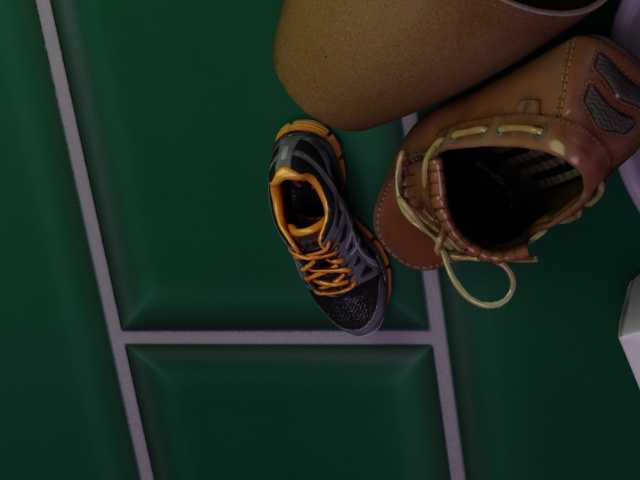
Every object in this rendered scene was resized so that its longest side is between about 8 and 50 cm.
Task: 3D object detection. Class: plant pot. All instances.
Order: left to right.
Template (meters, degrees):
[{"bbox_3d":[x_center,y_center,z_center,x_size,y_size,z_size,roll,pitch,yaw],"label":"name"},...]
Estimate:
[{"bbox_3d":[0.074,-0.203,1.451,0.237,0.237,0.254,39,134,-5],"label":"plant pot"}]

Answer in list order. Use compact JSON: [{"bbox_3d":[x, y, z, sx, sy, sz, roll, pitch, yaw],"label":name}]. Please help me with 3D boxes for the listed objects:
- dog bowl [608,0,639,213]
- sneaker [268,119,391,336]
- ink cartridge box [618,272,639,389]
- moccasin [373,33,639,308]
[{"bbox_3d":[0.364,-0.110,1.365,0.348,0.102,0.349,15,111,44],"label":"dog bowl"},{"bbox_3d":[0.000,0.000,1.642,0.084,0.083,0.215,-15,112,22],"label":"sneaker"},{"bbox_3d":[0.404,0.148,1.570,0.201,0.117,0.278,-17,110,24],"label":"ink cartridge box"},{"bbox_3d":[0.140,-0.039,1.473,0.139,0.147,0.380,41,155,-14],"label":"moccasin"}]
